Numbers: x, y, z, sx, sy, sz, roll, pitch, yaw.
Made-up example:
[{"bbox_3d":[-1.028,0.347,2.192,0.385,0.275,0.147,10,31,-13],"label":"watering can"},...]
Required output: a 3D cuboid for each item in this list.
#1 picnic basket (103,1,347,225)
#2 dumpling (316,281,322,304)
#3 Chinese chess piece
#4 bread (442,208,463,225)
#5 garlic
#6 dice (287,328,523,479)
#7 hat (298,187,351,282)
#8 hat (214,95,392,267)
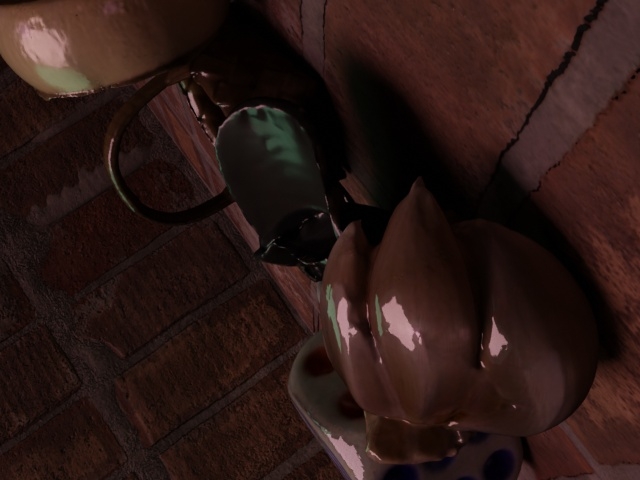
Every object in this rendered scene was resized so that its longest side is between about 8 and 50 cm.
[{"bbox_3d":[-0.173,-0.155,1.173,0.337,0.337,0.293,48,167,37],"label":"picnic basket"},{"bbox_3d":[0.083,0.130,1.545,0.217,0.149,0.105,56,-156,3],"label":"dumpling"},{"bbox_3d":[-0.289,-0.332,1.078,0.338,0.338,0.141,43,157,50],"label":"Chinese chess piece"},{"bbox_3d":[0.148,-0.006,0.920,0.109,0.062,0.043,5,-145,-44],"label":"bread"},{"bbox_3d":[0.134,0.105,0.778,0.132,0.278,0.325,-78,-9,-47],"label":"garlic"},{"bbox_3d":[0.138,0.304,1.309,0.304,0.276,0.304,41,160,57],"label":"dice"},{"bbox_3d":[0.000,0.000,1.400,0.266,0.128,0.265,55,173,10],"label":"hat"},{"bbox_3d":[0.039,-0.024,0.997,0.366,0.257,0.382,36,139,38],"label":"hat"}]
